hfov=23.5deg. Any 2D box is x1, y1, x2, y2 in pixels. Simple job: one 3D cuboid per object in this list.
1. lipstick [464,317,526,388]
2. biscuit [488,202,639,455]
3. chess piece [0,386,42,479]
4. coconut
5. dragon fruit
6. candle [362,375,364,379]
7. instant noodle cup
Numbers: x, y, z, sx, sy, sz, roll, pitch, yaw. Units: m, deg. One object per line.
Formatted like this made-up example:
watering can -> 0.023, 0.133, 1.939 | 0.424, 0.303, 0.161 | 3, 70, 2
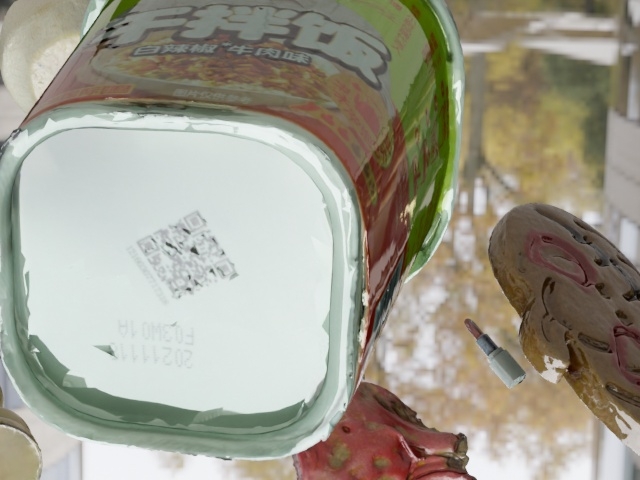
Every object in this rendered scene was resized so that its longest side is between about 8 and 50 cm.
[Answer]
lipstick -> 0.220, 0.142, 1.978 | 0.025, 0.025, 0.107 | -33, -112, -19
biscuit -> 0.334, 0.100, 1.815 | 0.314, 0.063, 0.367 | -3, -127, -53
chess piece -> -0.365, 0.170, 1.466 | 0.124, 0.139, 0.307 | 24, -172, -27
coconut -> -0.231, -0.183, 1.504 | 0.161, 0.161, 0.162 | -1, -151, -12
dragon fruit -> 0.069, 0.262, 1.659 | 0.211, 0.262, 0.134 | -17, -156, -9
candle -> 0.011, 0.193, 2.322 | 0.026, 0.021, 0.167 | -16, -168, -39
instant noodle cup -> -0.053, -0.031, 0.928 | 0.293, 0.294, 0.308 | 3, -158, 8
